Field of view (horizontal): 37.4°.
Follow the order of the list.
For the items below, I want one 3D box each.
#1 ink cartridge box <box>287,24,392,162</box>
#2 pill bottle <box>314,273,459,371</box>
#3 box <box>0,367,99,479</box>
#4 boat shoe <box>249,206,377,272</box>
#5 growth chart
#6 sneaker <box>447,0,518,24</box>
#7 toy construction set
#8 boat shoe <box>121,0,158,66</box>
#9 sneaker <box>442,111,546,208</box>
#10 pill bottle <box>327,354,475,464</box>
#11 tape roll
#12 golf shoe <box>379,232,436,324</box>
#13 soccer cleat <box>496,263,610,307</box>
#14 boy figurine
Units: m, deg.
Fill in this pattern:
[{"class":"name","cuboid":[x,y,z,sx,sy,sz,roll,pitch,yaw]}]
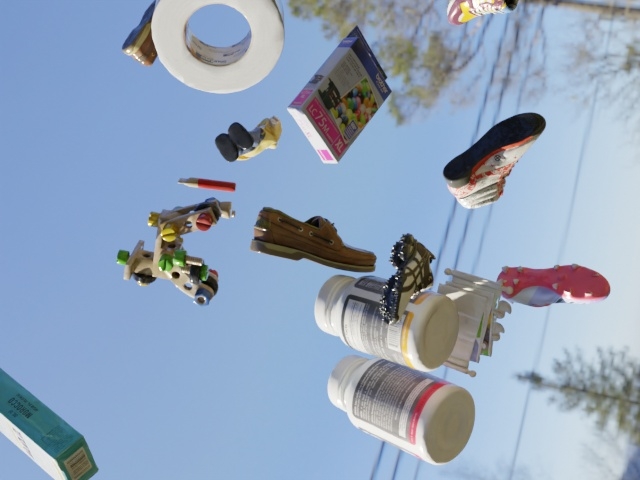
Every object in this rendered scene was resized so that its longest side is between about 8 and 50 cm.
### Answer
[{"class":"ink cartridge box","cuboid":[0.064,-0.364,2.337,0.311,0.065,0.185,-55,-51,-24]},{"class":"pill bottle","cuboid":[0.133,0.161,1.961,0.162,0.279,0.162,-17,-67,-45]},{"class":"box","cuboid":[-0.478,0.314,1.580,0.060,0.244,0.100,-40,-40,-30]},{"class":"boat shoe","cuboid":[0.000,0.000,2.031,0.307,0.111,0.104,12,-89,-33]},{"class":"growth chart","cuboid":[0.300,0.174,1.979,0.021,0.172,0.237,-27,-42,-59]},{"class":"sneaker","cuboid":[0.308,-0.438,1.726,0.070,0.185,0.083,-7,-113,-42]},{"class":"toy construction set","cuboid":[-0.341,-0.018,2.180,0.257,0.237,0.308,90,-169,-54]},{"class":"boat shoe","cuboid":[-0.284,-0.388,1.690,0.060,0.064,0.178,41,-111,-29]},{"class":"sneaker","cuboid":[0.423,-0.184,2.238,0.270,0.090,0.145,-34,-43,2]},{"class":"pill bottle","cuboid":[0.169,0.360,2.098,0.176,0.319,0.176,-15,-68,-41]},{"class":"tape roll","cuboid":[-0.169,-0.358,1.583,0.072,0.219,0.219,-96,1,-52]},{"class":"golf shoe","cuboid":[0.171,0.079,1.762,0.077,0.094,0.198,-43,24,52]},{"class":"soccer cleat","cuboid":[0.478,0.100,1.934,0.095,0.248,0.083,50,-127,-41]},{"class":"boy figurine","cuboid":[-0.174,-0.284,2.572,0.177,0.092,0.285,-37,-1,23]}]
